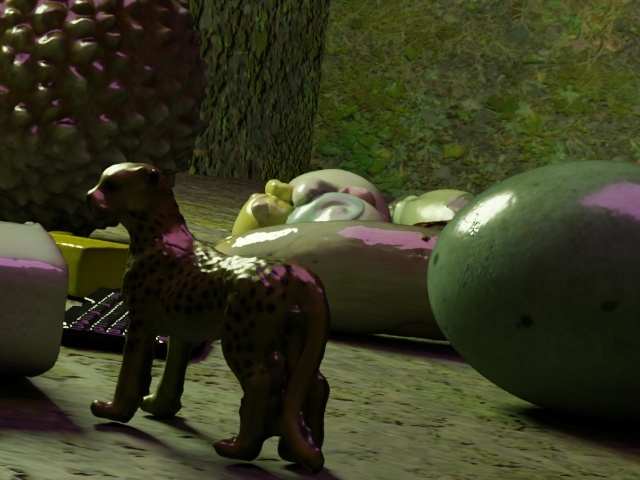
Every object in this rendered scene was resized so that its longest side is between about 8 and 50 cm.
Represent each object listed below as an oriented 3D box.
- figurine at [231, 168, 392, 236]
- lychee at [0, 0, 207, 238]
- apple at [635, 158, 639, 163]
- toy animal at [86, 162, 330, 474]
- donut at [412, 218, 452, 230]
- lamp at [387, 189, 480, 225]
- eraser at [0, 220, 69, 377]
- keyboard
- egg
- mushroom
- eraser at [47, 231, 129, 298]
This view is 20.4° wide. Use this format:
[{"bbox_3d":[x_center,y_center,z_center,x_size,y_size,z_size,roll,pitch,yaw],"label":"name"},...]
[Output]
[{"bbox_3d":[0.000,0.000,1.627,0.155,0.127,0.235,25,6,-3],"label":"figurine"},{"bbox_3d":[-0.307,-0.174,1.885,0.380,0.380,0.432,8,16,7],"label":"lychee"},{"bbox_3d":[0.346,0.001,1.508,0.230,0.230,0.230,7,4,-1],"label":"apple"},{"bbox_3d":[-0.049,0.037,0.905,0.073,0.136,0.181,4,6,-44],"label":"toy animal"},{"bbox_3d":[0.191,0.034,1.674,0.230,0.096,0.216,10,7,32],"label":"donut"},{"bbox_3d":[0.182,-0.010,2.253,0.250,0.101,0.101,20,12,40],"label":"lamp"},{"bbox_3d":[-0.293,0.021,1.002,0.270,0.094,0.174,5,5,-22],"label":"eraser"},{"bbox_3d":[-0.131,0.057,1.315,0.106,0.016,0.262,7,4,1],"label":"keyboard"},{"bbox_3d":[0.183,0.032,1.153,0.236,0.169,0.169,11,5,28],"label":"egg"},{"bbox_3d":[0.081,0.042,1.451,0.351,0.095,0.123,8,-16,4],"label":"mushroom"},{"bbox_3d":[-0.207,0.020,1.510,0.122,0.045,0.097,10,6,42],"label":"eraser"}]
